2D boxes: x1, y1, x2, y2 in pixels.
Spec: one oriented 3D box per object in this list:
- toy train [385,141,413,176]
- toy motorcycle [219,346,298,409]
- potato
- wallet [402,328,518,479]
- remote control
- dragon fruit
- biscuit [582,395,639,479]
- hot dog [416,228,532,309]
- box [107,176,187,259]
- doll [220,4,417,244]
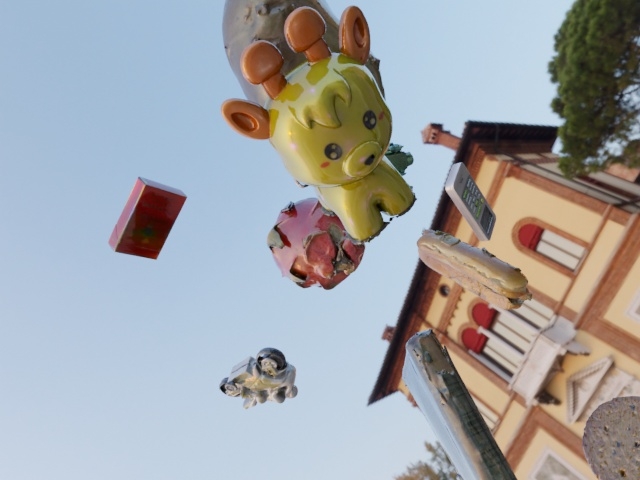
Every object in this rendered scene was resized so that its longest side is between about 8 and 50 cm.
[{"bbox_3d":[0.162,-0.225,1.398,0.197,0.154,0.107,-12,-76,-9],"label":"toy train"},{"bbox_3d":[-0.124,0.312,1.061,0.151,0.074,0.228,34,-54,-18],"label":"toy motorcycle"},{"bbox_3d":[-0.027,-0.220,0.615,0.165,0.262,0.165,-41,4,3],"label":"potato"},{"bbox_3d":[0.169,0.245,0.456,0.044,0.317,0.169,-26,-29,-3],"label":"wallet"},{"bbox_3d":[0.435,-0.107,1.382,0.250,0.034,0.103,47,-124,-32],"label":"remote control"},{"bbox_3d":[0.000,0.000,1.428,0.305,0.305,0.226,-43,4,-12],"label":"dragon fruit"},{"bbox_3d":[0.576,0.374,0.868,0.027,0.188,0.188,38,-91,-32],"label":"biscuit"},{"bbox_3d":[0.302,0.050,0.976,0.072,0.269,0.109,-43,-36,-16],"label":"hot dog"},{"bbox_3d":[-0.394,-0.048,1.097,0.112,0.048,0.175,18,-75,-49],"label":"box"},{"bbox_3d":[0.011,-0.100,0.442,0.143,0.135,0.221,-38,-45,1],"label":"doll"}]
